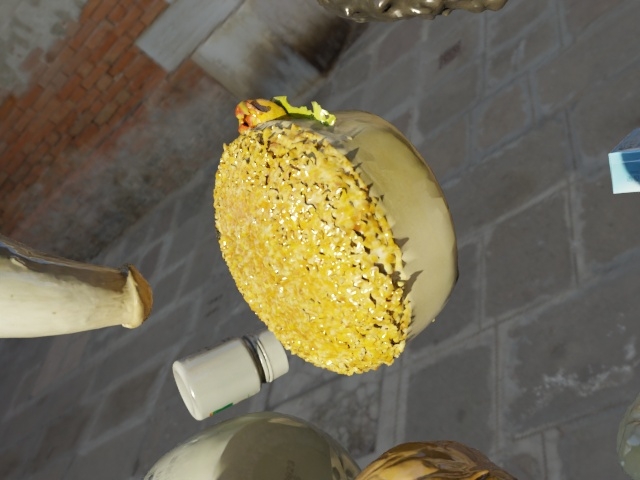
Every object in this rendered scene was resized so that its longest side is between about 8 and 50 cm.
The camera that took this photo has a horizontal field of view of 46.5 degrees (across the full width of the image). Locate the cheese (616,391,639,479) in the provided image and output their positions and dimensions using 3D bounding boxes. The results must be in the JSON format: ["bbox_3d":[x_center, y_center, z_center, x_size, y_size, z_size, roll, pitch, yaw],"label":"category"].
[{"bbox_3d":[0.661,0.357,1.224,0.318,0.326,0.115,-50,-25,-61],"label":"cheese"}]

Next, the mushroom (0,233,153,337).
[{"bbox_3d":[-0.291,0.040,0.675,0.118,0.270,0.103,-83,11,-63],"label":"mushroom"}]

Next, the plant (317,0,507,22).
[{"bbox_3d":[0.075,-0.266,0.591,0.234,0.204,0.178,-151,60,-75],"label":"plant"}]

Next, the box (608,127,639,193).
[{"bbox_3d":[0.637,-0.158,1.380,0.142,0.083,0.232,-2,18,35],"label":"box"}]

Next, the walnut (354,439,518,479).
[{"bbox_3d":[0.078,0.237,0.506,0.167,0.167,0.207,-119,40,-62],"label":"walnut"}]

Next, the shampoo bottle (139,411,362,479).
[{"bbox_3d":[-0.091,0.390,0.945,0.317,0.322,0.322,-49,24,32],"label":"shampoo bottle"}]

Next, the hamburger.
[{"bbox_3d":[0.000,0.000,0.771,0.294,0.179,0.276,50,148,31],"label":"hamburger"}]

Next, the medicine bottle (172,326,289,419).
[{"bbox_3d":[-0.111,0.163,0.935,0.130,0.080,0.080,-22,17,-22],"label":"medicine bottle"}]
